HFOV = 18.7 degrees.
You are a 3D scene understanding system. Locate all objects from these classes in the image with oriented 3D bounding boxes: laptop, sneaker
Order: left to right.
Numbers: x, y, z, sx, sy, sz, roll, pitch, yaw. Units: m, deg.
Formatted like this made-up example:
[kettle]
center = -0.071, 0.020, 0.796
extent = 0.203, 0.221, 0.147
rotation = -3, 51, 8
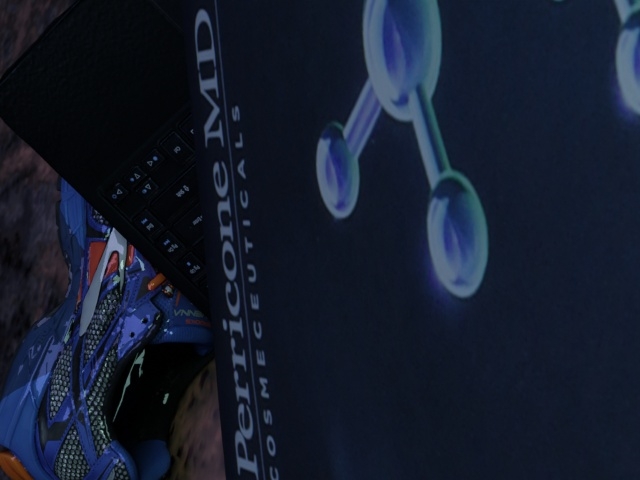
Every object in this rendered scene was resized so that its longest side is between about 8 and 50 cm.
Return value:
[sneaker]
center = -0.077, 0.019, 0.900
extent = 0.087, 0.083, 0.221
rotation = 17, 94, 40
[laptop]
center = 0.000, 0.000, 0.745
extent = 0.234, 0.264, 0.136
rotation = -39, 11, 35

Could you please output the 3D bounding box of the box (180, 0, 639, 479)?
[box]
center = 0.130, -0.070, 0.411
extent = 0.395, 0.212, 0.294
rotation = -179, 83, -67
